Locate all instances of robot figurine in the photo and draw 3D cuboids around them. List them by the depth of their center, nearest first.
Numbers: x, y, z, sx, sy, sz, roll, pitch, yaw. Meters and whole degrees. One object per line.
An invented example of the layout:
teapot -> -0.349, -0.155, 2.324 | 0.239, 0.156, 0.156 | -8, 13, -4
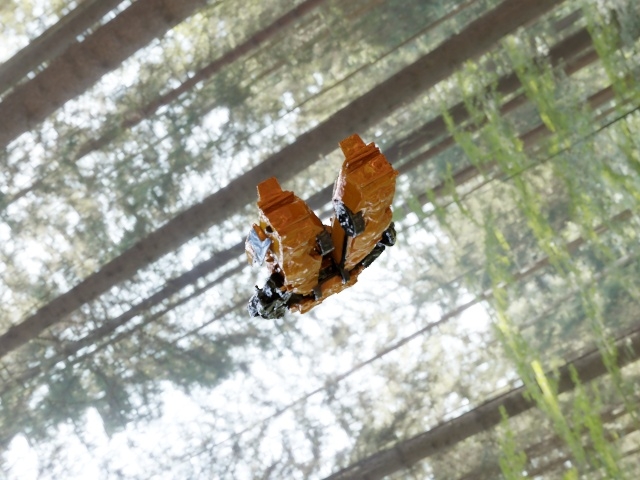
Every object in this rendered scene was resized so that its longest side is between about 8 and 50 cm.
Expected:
robot figurine -> 0.000, 0.000, 0.892 | 0.085, 0.211, 0.291 | 57, 165, 17
